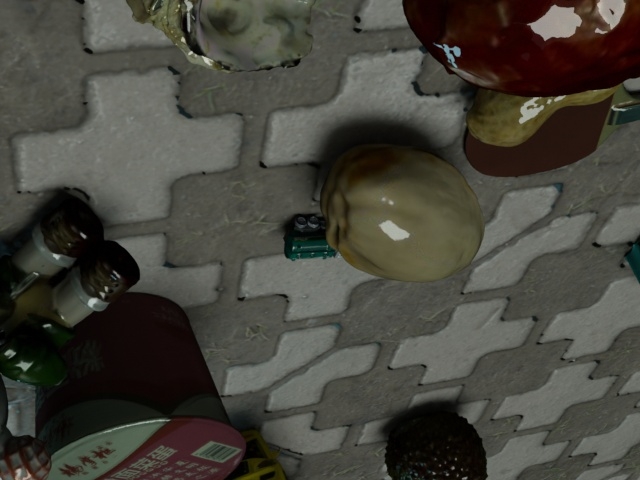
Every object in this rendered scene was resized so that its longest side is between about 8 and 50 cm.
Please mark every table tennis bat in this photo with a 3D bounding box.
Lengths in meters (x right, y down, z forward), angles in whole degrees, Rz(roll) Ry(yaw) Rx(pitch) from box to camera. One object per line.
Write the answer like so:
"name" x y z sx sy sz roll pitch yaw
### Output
"table tennis bat" 0.284 -0.131 1.122 0.274 0.021 0.154 -12 145 -8

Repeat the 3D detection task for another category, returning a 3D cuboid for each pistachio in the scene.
"pistachio" 0.085 -0.027 1.075 0.144 0.144 0.215 -37 148 24

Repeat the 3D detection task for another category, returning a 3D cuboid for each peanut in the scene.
"peanut" 0.223 -0.155 1.003 0.193 0.089 0.089 -30 145 23

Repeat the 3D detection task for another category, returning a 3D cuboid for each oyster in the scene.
"oyster" -0.074 -0.214 0.799 0.163 0.081 0.191 -34 135 -22

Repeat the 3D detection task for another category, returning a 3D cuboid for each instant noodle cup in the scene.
"instant noodle cup" -0.216 0.183 1.173 0.235 0.178 0.235 -14 146 -10

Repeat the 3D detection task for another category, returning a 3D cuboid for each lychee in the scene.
"lychee" 0.182 0.346 1.613 0.171 0.171 0.171 -13 145 -9

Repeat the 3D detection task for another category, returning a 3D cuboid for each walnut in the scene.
"walnut" 0.179 -0.210 0.813 0.244 0.221 0.269 -6 171 45

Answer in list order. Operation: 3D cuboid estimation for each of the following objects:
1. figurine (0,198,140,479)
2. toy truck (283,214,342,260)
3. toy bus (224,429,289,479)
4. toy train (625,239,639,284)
"figurine" -0.345 0.112 1.023 0.370 0.167 0.281 -40 99 7
"toy truck" 0.000 0.000 1.145 0.083 0.044 0.039 -2 145 -23
"toy bus" -0.099 0.382 1.537 0.144 0.152 0.330 -23 148 -3
"toy train" 0.503 0.027 1.380 0.198 0.107 0.154 -39 134 26
